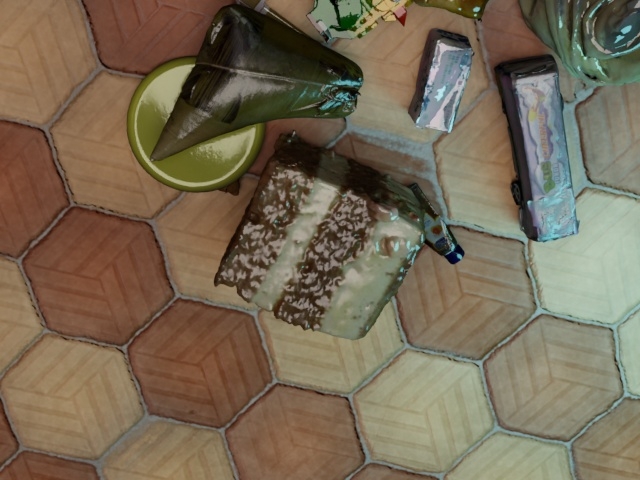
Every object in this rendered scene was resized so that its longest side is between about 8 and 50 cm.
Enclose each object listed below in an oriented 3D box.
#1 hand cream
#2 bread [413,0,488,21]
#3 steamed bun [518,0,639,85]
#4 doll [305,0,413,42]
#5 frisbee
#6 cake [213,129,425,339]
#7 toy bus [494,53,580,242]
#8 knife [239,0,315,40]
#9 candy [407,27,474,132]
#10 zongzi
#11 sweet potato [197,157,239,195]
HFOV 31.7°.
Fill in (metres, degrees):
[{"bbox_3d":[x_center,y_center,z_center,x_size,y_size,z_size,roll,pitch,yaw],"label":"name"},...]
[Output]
[{"bbox_3d":[0.196,-0.026,2.011,0.062,0.039,0.163,-35,105,28],"label":"hand cream"},{"bbox_3d":[0.237,-0.521,1.753,0.149,0.195,0.344,19,106,-14],"label":"bread"},{"bbox_3d":[0.468,-0.388,1.795,0.280,0.207,0.268,40,105,-12],"label":"steamed bun"},{"bbox_3d":[0.056,-0.396,1.838,0.186,0.106,0.134,-9,98,2],"label":"doll"},{"bbox_3d":[-0.211,-0.197,1.917,0.236,0.017,0.235,0,93,-6],"label":"frisbee"},{"bbox_3d":[0.000,0.000,1.899,0.290,0.255,0.282,28,107,-4],"label":"cake"},{"bbox_3d":[0.375,-0.149,1.915,0.113,0.138,0.316,-12,108,5],"label":"toy bus"},{"bbox_3d":[-0.103,-0.400,1.875,0.256,0.022,0.046,34,137,-14],"label":"knife"},{"bbox_3d":[0.203,-0.267,1.895,0.073,0.092,0.160,11,111,-7],"label":"candy"},{"bbox_3d":[-0.099,-0.207,1.854,0.274,0.145,0.300,26,89,-9],"label":"zongzi"},{"bbox_3d":[-0.214,-0.145,1.955,0.056,0.056,0.195,-43,99,13],"label":"sweet potato"}]
